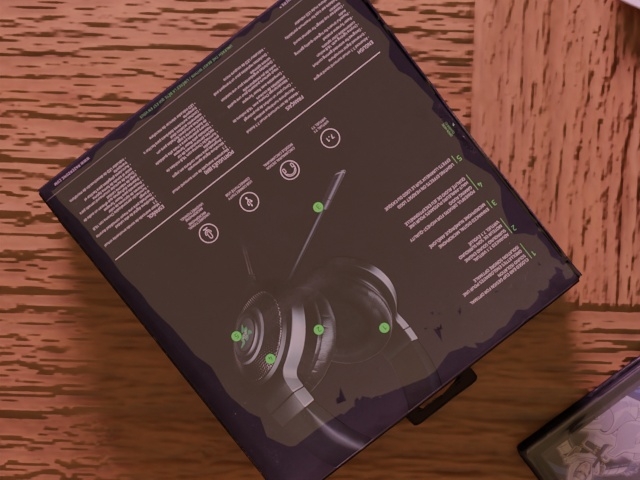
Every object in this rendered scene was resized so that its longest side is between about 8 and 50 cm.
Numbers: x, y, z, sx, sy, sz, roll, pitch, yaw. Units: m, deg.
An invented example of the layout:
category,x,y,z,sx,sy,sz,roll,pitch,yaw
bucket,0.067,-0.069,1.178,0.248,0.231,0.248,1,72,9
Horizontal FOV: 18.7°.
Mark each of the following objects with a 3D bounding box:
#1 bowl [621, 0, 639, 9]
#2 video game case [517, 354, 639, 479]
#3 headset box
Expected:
category,x,y,z,sx,sy,sz,roll,pitch,yaw
bowl,0.265,-0.215,1.304,0.142,0.053,0.142,17,117,-2
video game case,0.317,0.181,1.354,0.248,0.035,0.275,-37,93,2
headset box,0.000,0.000,1.295,0.246,0.131,0.283,-39,93,2
